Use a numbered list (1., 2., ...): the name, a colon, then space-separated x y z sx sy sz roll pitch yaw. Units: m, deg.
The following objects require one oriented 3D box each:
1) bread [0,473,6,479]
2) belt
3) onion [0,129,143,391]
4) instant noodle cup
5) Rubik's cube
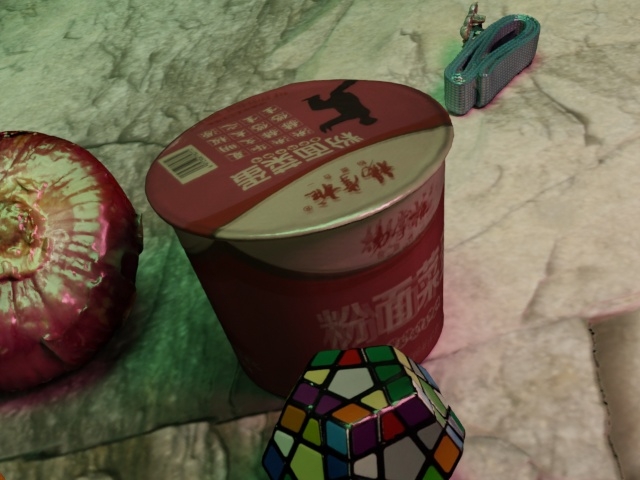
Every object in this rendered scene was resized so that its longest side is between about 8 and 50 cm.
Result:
1. bread: -0.318 0.223 0.547 0.132 0.167 0.294 15 42 36
2. belt: 0.184 -0.213 1.122 0.100 0.065 0.179 20 44 26
3. onion: -0.263 0.025 0.852 0.229 0.163 0.230 0 64 -1
4. instant noodle cup: 0.000 0.000 0.758 0.234 0.179 0.235 -10 33 6
5. Rubik's cube: 0.029 0.131 0.614 0.133 0.133 0.112 -5 58 12
